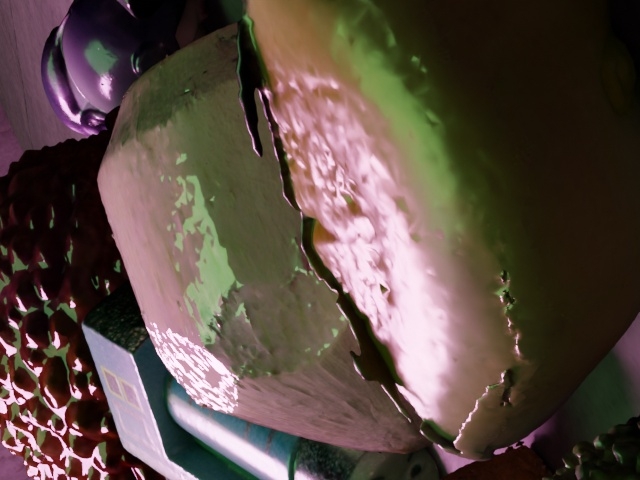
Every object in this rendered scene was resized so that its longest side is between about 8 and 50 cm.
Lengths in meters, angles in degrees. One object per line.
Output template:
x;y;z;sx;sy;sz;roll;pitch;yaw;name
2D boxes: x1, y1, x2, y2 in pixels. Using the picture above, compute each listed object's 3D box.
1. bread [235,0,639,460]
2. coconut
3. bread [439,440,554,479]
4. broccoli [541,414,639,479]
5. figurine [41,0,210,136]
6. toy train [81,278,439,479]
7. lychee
0.077;-0.039;0.705;0.156;0.158;0.261;25;136;50;bread
0.000;0.000;0.870;0.224;0.224;0.234;151;104;-76;coconut
0.116;0.173;1.026;0.083;0.070;0.077;58;164;24;bread
0.148;0.229;0.772;0.273;0.180;0.242;66;165;-1;broccoli
-0.157;-0.166;1.351;0.145;0.145;0.222;55;157;38;figurine
-0.027;0.139;1.033;0.298;0.120;0.194;23;135;51;toy train
-0.136;0.056;1.293;0.306;0.306;0.330;136;133;-75;lychee
